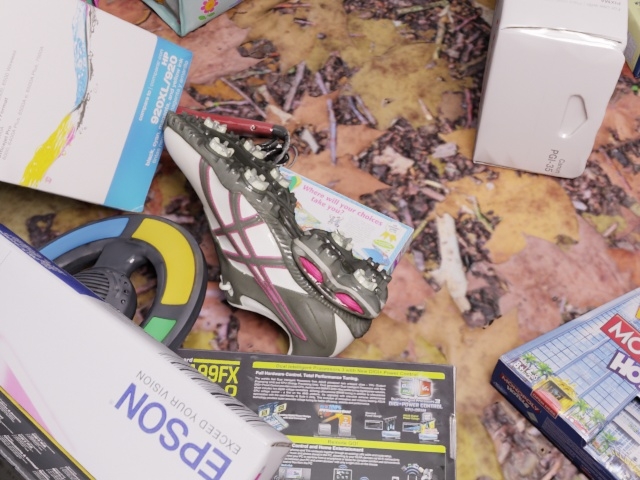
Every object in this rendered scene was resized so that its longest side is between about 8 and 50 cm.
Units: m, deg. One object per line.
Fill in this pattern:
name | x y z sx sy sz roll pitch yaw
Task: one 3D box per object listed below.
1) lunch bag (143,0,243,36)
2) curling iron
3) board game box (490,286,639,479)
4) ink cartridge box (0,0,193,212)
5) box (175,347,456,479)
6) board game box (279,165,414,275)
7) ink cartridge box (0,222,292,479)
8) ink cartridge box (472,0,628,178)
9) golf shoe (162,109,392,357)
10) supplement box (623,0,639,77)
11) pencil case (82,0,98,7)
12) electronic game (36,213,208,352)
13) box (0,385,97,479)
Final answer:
lunch bag | -0.121 -0.397 1.003 0.223 0.262 0.160 -35 64 -21
curling iron | -0.158 -0.119 0.952 0.274 0.035 0.068 16 61 5
board game box | 0.288 0.123 0.792 0.194 0.060 0.194 -37 65 -20
ink cartridge box | -0.271 -0.143 0.810 0.171 0.232 0.168 23 95 34
box | -0.024 0.203 0.744 0.270 0.060 0.216 3 57 2
board game box | 0.000 0.000 0.890 0.154 0.026 0.103 26 62 16
ink cartridge box | -0.241 0.194 0.674 0.324 0.071 0.330 32 85 19
ink cartridge box | 0.240 -0.238 0.933 0.117 0.207 0.283 10 58 7
golf shoe | -0.065 -0.004 0.817 0.273 0.105 0.120 47 109 13
supplement box | 0.385 -0.239 1.022 0.083 0.056 0.083 -11 59 -7
pencil case | -0.370 -0.290 1.035 0.236 0.104 0.104 18 60 10
electronic game | -0.208 0.061 0.803 0.229 0.048 0.229 -12 43 12
box | -0.239 0.252 0.585 0.322 0.079 0.257 37 92 19
